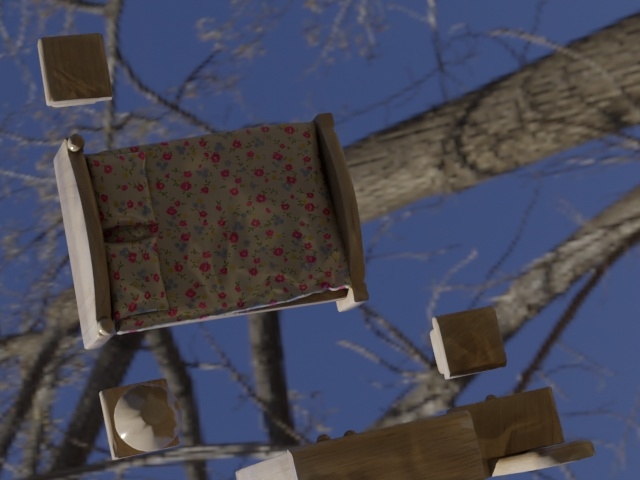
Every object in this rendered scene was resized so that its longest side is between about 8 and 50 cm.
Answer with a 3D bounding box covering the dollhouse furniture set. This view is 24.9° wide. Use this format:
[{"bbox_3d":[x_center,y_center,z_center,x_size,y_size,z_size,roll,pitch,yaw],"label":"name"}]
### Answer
[{"bbox_3d":[0.000,0.000,0.952,0.303,0.174,0.356,-9,-100,-19],"label":"dollhouse furniture set"}]
